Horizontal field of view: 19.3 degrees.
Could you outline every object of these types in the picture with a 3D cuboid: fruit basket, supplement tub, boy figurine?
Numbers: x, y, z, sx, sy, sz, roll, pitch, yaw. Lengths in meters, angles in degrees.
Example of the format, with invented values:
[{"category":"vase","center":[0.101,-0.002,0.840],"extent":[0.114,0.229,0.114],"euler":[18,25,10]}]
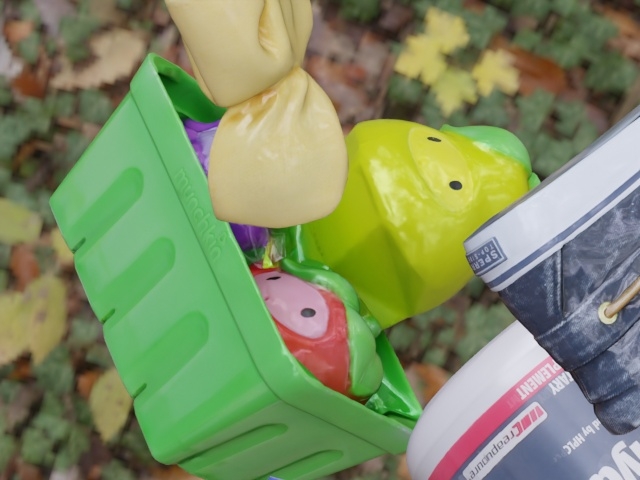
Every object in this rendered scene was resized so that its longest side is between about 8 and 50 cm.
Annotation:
[{"category":"fruit basket","center":[0.000,0.000,1.620],"extent":[0.283,0.392,0.392],"euler":[33,23,-54]},{"category":"supplement tub","center":[0.199,0.171,1.116],"extent":[0.191,0.191,0.272],"euler":[-26,67,-37]},{"category":"boy figurine","center":[-0.059,-0.145,1.095],"extent":[0.092,0.285,0.177],"euler":[-16,15,10]}]

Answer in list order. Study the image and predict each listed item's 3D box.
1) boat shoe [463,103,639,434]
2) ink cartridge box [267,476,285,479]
[{"category":"boat shoe","center":[0.138,-0.016,0.626],"extent":[0.183,0.065,0.083],"euler":[-36,91,-17]},{"category":"ink cartridge box","center":[0.031,0.194,1.005],"extent":[0.207,0.046,0.097],"euler":[7,55,43]}]
